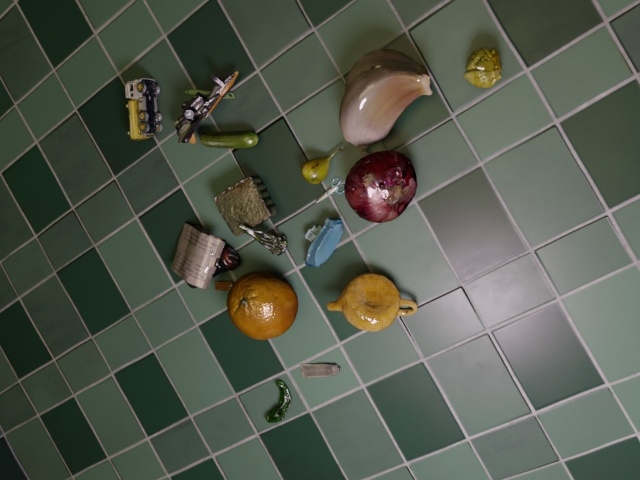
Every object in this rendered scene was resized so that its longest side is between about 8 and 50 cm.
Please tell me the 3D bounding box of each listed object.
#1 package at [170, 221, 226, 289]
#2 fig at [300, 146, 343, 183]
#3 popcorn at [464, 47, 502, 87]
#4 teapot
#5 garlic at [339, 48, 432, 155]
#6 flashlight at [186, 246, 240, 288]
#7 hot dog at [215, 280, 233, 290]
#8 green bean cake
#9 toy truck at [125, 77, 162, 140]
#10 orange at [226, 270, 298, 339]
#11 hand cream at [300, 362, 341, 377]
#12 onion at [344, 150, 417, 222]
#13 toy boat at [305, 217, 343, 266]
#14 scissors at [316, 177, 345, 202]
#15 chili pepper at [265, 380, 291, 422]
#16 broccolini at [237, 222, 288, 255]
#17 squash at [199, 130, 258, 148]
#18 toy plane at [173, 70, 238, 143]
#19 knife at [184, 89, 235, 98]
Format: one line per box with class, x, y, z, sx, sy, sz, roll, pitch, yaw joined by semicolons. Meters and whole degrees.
package;-0.473;0.051;2.071;0.250;0.062;0.204;21;90;38
fig;0.014;-0.252;1.914;0.166;0.093;0.093;-20;93;1
popcorn;0.500;-0.526;1.697;0.121;0.116;0.106;57;154;5
teapot;0.178;0.226;1.900;0.311;0.167;0.204;5;57;-7
garlic;0.172;-0.457;1.796;0.245;0.232;0.340;11;128;-28
flashlight;-0.418;0.107;2.104;0.231;0.093;0.093;-28;90;20
hot dog;-0.371;0.175;2.134;0.083;0.021;0.037;1;89;19
green bean cake;-0.270;-0.129;2.012;0.181;0.094;0.173;-30;90;21
toy truck;-0.675;-0.492;2.082;0.114;0.098;0.227;5;102;23
orange;-0.209;0.228;1.966;0.264;0.264;0.265;3;100;17
hand cream;0.001;0.485;2.064;0.165;0.037;0.057;-9;97;26
onion;0.193;-0.185;1.808;0.251;0.219;0.252;-8;125;-11
toy boat;0.000;0.000;1.964;0.102;0.088;0.215;44;114;43
scissors;0.032;-0.169;1.950;0.119;0.014;0.058;-37;86;16
chili pepper;-0.156;0.630;2.125;0.073;0.050;0.182;23;103;20
broccolini;-0.208;0.000;1.979;0.091;0.202;0.068;-39;43;46
squash;-0.333;-0.368;2.010;0.228;0.066;0.066;4;100;19
toy plane;-0.416;-0.497;1.979;0.103;0.204;0.316;29;109;-35
knife;-0.409;-0.538;2.032;0.207;0.014;0.030;8;102;16
